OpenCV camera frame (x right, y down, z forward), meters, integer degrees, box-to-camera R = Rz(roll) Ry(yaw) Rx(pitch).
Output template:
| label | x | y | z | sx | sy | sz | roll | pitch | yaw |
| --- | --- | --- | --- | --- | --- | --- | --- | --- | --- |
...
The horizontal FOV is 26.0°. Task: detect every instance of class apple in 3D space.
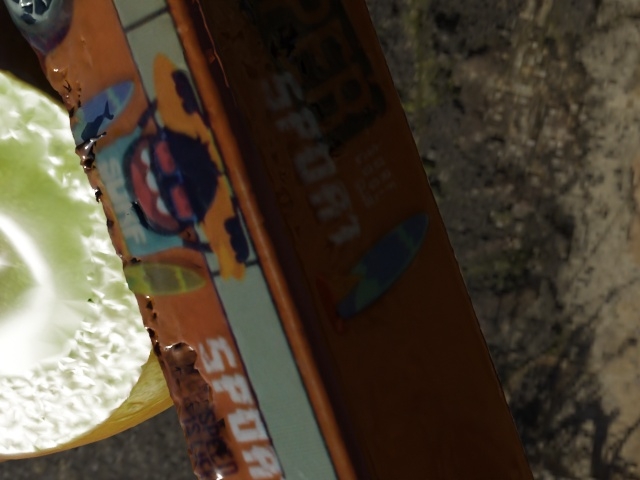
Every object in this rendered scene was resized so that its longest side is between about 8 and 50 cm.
| label | x | y | z | sx | sy | sz | roll | pitch | yaw |
| --- | --- | --- | --- | --- | --- | --- | --- | --- | --- |
| apple | -0.182 | -0.054 | 0.801 | 0.374 | 0.384 | 0.374 | -3 | 84 | 31 |

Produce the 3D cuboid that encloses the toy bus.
| label | x | y | z | sx | sy | sz | roll | pitch | yaw |
| --- | --- | --- | --- | --- | --- | --- | --- | --- | --- |
| toy bus | -0.022 | -0.017 | 0.462 | 0.092 | 0.093 | 0.409 | -15 | 97 | 46 |
